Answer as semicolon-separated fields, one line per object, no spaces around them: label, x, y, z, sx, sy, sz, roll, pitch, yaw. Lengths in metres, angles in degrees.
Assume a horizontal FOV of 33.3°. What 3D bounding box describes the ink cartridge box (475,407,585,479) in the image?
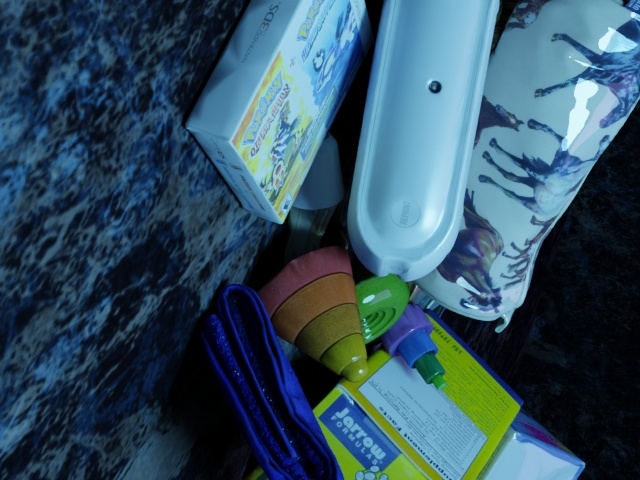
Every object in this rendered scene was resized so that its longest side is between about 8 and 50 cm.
ink cartridge box;0.199;0.346;1.697;0.270;0.151;0.395;-58;-154;5

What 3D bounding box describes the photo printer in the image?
photo printer;0.095;-0.114;1.041;0.256;0.107;0.307;-37;136;-85

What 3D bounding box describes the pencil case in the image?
pencil case;0.235;-0.105;1.178;0.160;0.184;0.410;-20;141;-62

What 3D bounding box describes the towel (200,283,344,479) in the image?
towel;-0.036;0.204;1.055;0.076;0.227;0.308;-24;150;-6

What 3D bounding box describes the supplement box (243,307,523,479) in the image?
supplement box;0.094;0.257;1.386;0.195;0.194;0.356;-49;170;24

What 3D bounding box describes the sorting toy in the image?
sorting toy;0.061;0.114;1.174;0.127;0.126;0.365;-40;154;13

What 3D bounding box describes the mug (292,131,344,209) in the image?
mug;-0.012;-0.075;1.019;0.062;0.078;0.064;-17;126;-25

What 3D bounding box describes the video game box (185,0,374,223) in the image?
video game box;-0.025;-0.138;0.899;0.205;0.048;0.187;-64;160;-12

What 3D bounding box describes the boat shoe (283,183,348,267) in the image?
boat shoe;0.000;0.000;1.115;0.063;0.059;0.170;-53;157;-38

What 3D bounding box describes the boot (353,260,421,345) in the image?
boot;0.079;-0.009;1.334;0.115;0.112;0.305;7;112;-41

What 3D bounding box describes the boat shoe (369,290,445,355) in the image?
boat shoe;0.142;0.159;1.662;0.116;0.099;0.319;-41;149;-57

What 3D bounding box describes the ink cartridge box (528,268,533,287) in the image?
ink cartridge box;0.289;0.062;1.905;0.109;0.151;0.063;-45;147;-52

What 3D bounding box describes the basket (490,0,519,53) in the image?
basket;0.254;-0.318;1.221;0.213;0.223;0.299;-50;156;-45
